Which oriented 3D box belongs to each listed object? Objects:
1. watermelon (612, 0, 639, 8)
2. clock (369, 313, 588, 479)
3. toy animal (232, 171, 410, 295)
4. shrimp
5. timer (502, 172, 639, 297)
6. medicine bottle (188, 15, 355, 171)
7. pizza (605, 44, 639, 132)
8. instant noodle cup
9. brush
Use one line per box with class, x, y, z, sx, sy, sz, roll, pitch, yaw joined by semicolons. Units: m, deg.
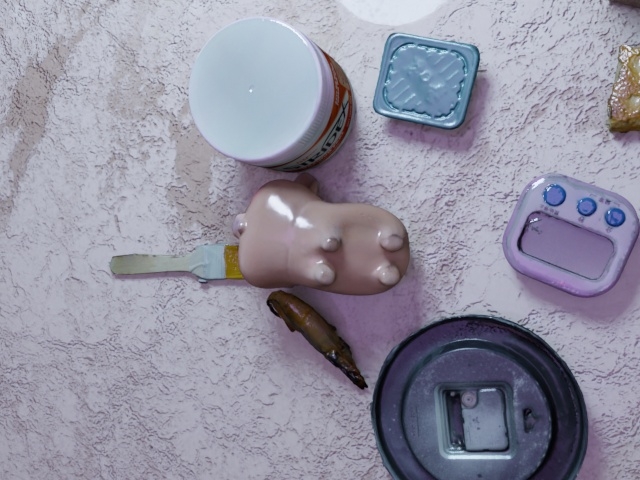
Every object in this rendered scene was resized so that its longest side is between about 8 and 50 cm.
watermelon;0.530;-0.470;1.145;0.176;0.260;0.256;-35;64;27
clock;0.286;0.323;1.282;0.385;0.076;0.387;0;91;16
toy animal;0.000;0.000;1.297;0.326;0.269;0.237;10;95;-16
shrimp;0.001;0.188;1.382;0.066;0.117;0.262;-45;101;-15
timer;0.437;-0.010;1.234;0.208;0.069;0.191;24;98;14
medicine bottle;-0.082;-0.258;1.297;0.252;0.241;0.253;0;91;18
pizza;0.560;-0.268;1.201;0.182;0.062;0.161;-34;88;20
instant noodle cup;0.197;-0.293;1.301;0.179;0.070;0.157;15;96;15
brush;-0.301;0.048;1.483;0.336;0.020;0.086;-1;91;18
